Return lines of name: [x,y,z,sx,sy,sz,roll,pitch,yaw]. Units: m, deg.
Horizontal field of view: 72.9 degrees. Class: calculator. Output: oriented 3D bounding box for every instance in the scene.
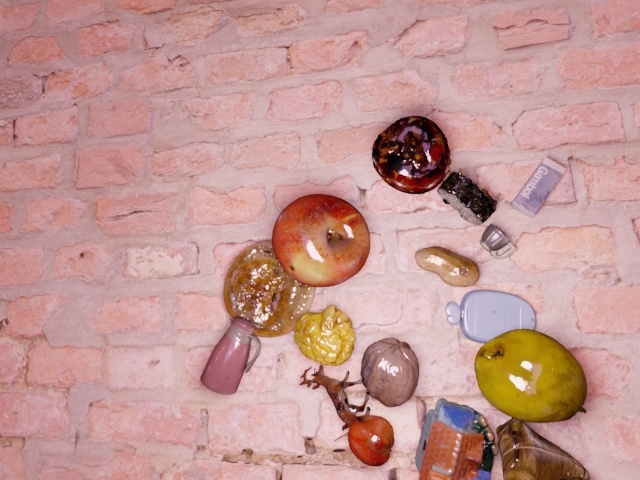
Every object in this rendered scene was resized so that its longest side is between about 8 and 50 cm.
calculator: [0.598,0.270,1.531,0.301,0.042,0.189,3,80,8]

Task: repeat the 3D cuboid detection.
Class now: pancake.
pancake: [-0.201,0.187,1.678,0.385,0.082,0.388,-1,83,9]

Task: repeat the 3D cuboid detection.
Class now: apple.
apple: [0.000,0.000,1.553,0.347,0.277,0.349,5,75,-19]

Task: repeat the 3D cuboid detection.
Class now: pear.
pear: [0.680,0.442,1.372,0.375,0.287,0.288,32,86,0]

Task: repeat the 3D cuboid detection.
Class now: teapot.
teapot: [0.629,0.010,1.554,0.091,0.092,0.124,-48,68,16]

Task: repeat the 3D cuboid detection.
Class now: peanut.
peanut: [0.452,0.094,1.559,0.236,0.110,0.120,22,92,16]

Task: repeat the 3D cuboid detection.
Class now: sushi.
sushi: [0.535,-0.156,1.586,0.212,0.147,0.115,39,82,-2]

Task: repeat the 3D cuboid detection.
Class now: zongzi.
zongzi: [0.668,0.725,1.304,0.285,0.288,0.134,30,123,5]

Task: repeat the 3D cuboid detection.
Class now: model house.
model house: [0.429,0.685,1.337,0.251,0.329,0.295,15,84,17]

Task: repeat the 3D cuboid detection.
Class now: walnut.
walnut: [0.236,0.451,1.485,0.223,0.224,0.225,-2,79,10]

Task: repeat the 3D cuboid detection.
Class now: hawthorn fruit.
hawthorn fruit: [0.150,0.676,1.494,0.203,0.162,0.163,13,82,28]

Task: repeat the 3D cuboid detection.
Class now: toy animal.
toy animal: [0.045,0.529,1.495,0.260,0.087,0.244,-39,61,38]

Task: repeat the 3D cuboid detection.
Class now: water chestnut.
water chestnut: [0.334,-0.317,1.578,0.299,0.300,0.301,-2,79,10]

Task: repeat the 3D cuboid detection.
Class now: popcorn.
popcorn: [0.019,0.329,1.545,0.226,0.200,0.203,42,111,52]

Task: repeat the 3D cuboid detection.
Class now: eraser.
eraser: [0.795,-0.194,1.581,0.091,0.046,0.213,35,87,15]

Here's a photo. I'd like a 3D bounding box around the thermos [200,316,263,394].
thermos: [-0.316,0.421,1.599,0.176,0.146,0.265,27,95,24]
